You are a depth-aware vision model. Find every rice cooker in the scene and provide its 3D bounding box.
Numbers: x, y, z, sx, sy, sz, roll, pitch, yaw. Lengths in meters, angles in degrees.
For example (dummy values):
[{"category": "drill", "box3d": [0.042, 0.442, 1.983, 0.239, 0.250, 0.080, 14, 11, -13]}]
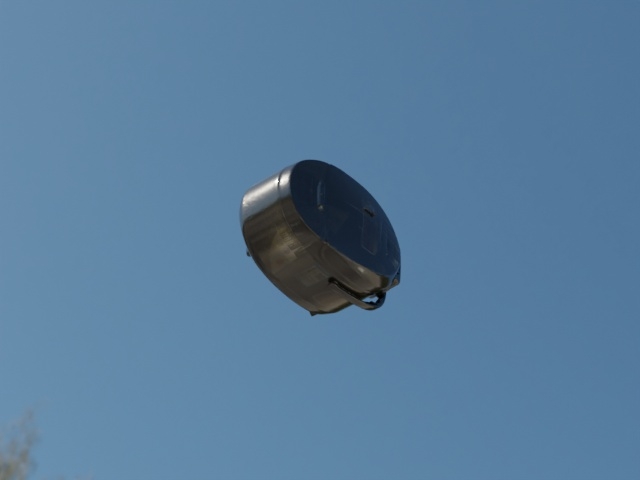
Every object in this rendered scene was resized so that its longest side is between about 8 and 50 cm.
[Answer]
[{"category": "rice cooker", "box3d": [0.000, 0.000, 1.372, 0.106, 0.112, 0.165, -21, -47, 25]}]
